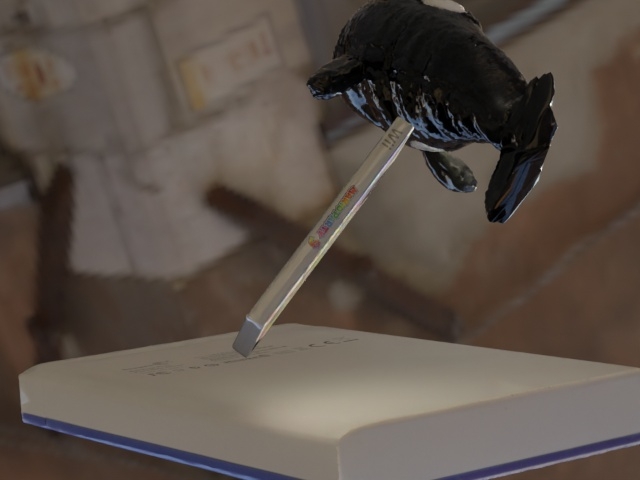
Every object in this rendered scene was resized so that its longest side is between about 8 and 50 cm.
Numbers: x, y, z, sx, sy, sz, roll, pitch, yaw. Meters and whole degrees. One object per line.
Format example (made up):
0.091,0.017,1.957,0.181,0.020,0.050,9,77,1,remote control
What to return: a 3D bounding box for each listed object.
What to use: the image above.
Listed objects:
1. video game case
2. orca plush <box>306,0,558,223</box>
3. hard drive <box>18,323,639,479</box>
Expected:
0.000,0.000,0.958,0.122,0.011,0.087,-53,178,-14,video game case
0.046,-0.080,1.198,0.102,0.151,0.287,-12,-148,-12,orca plush
0.001,0.089,1.096,0.210,0.040,0.319,-8,-173,-35,hard drive
